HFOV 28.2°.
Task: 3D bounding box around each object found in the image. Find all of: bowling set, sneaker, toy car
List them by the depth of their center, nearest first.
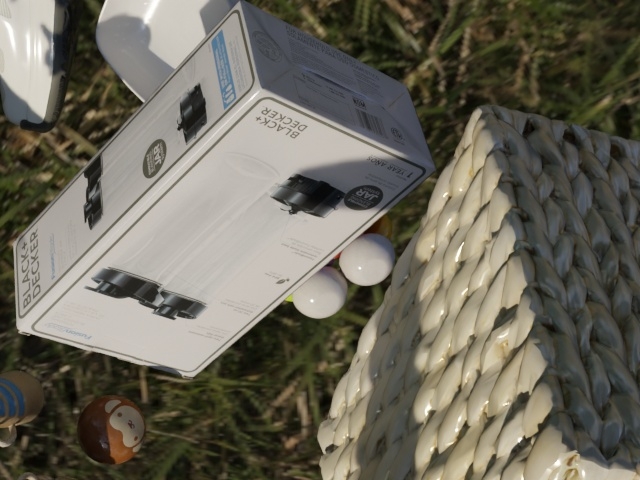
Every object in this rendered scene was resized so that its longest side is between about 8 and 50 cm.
[{"bbox_3d":[-0.244,0.165,0.954,0.200,0.154,0.287,-31,86,9],"label":"bowling set"},{"bbox_3d":[-0.380,-0.329,1.316,0.257,0.169,0.447,1,117,-5],"label":"sneaker"},{"bbox_3d":[0.000,0.000,1.688,0.182,0.159,0.136,-35,128,4],"label":"toy car"}]

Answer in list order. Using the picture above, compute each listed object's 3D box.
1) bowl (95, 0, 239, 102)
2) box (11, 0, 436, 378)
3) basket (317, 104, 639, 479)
[{"bbox_3d":[-0.129,-0.195,1.157,0.142,0.142,0.053,45,32,21],"label":"bowl"},{"bbox_3d":[-0.079,-0.023,0.932,0.169,0.290,0.087,20,41,-38],"label":"box"},{"bbox_3d":[0.174,0.142,0.776,0.266,0.331,0.328,15,37,-14],"label":"basket"}]
